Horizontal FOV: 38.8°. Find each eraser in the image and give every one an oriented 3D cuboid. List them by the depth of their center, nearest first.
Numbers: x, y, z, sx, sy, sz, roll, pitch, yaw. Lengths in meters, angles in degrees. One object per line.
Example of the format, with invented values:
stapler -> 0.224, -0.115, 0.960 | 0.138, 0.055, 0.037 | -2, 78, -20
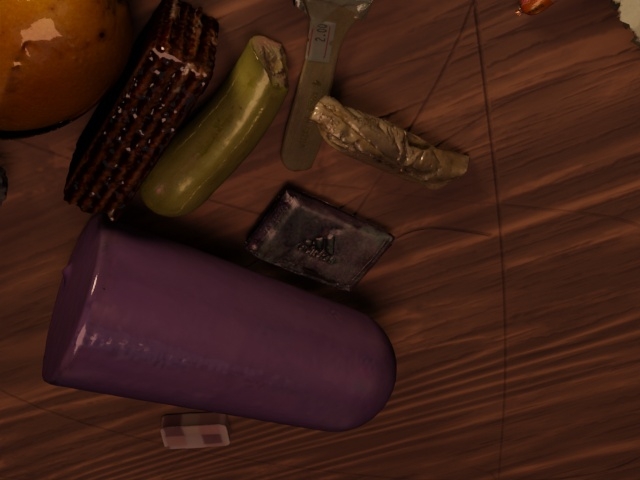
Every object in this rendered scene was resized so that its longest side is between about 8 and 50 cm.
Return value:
eraser -> -0.198, 0.303, 1.447 | 0.105, 0.026, 0.065 | -3, 136, 0

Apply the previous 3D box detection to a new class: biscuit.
biscuit -> -0.197, -0.134, 0.974 | 0.070, 0.106, 0.252 | 26, 127, -23

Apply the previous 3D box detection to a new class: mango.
mango -> -0.286, -0.187, 0.902 | 0.236, 0.136, 0.166 | -30, 129, 28

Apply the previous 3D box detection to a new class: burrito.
burrito -> 0.075, -0.107, 1.036 | 0.230, 0.063, 0.058 | 16, 93, -34

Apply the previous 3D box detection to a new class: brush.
brush -> 0.003, -0.202, 0.976 | 0.085, 0.020, 0.336 | 7, 134, -8

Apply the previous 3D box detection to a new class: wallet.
wallet -> 0.000, -0.001, 1.162 | 0.166, 0.030, 0.111 | 23, 124, -24

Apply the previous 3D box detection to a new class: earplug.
earplug -> -0.107, 0.132, 1.171 | 0.456, 0.215, 0.215 | 19, 130, -23

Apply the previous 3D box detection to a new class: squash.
squash -> -0.119, -0.115, 1.014 | 0.083, 0.083, 0.250 | 29, 124, -26

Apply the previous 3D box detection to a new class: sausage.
sausage -> 0.242, -0.263, 0.921 | 0.107, 0.031, 0.031 | -33, 126, 26

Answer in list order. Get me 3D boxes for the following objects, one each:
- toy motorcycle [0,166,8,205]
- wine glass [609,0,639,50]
toy motorcycle -> -0.530, -0.069, 1.014 | 0.327, 0.143, 0.188 | 14, 142, -35
wine glass -> 0.439, -0.237, 0.824 | 0.323, 0.238, 0.238 | -22, 130, 21
